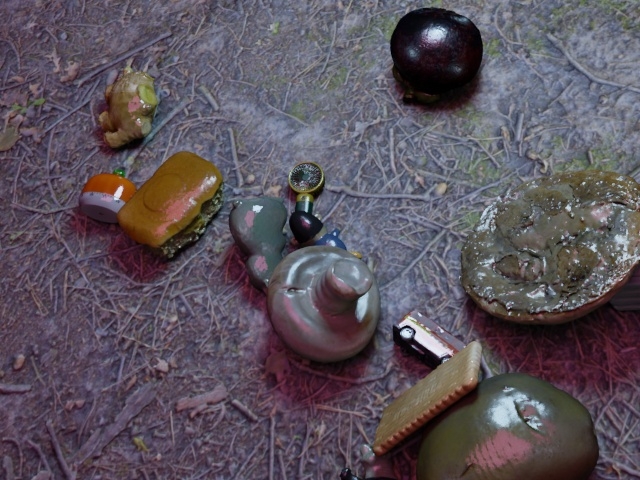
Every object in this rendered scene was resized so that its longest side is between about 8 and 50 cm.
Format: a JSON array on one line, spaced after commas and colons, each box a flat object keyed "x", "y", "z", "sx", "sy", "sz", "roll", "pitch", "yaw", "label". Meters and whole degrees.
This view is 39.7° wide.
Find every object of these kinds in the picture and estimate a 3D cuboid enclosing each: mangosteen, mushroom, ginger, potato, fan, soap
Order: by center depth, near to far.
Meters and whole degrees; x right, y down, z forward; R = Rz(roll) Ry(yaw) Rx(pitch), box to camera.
[{"x": 0.319, "y": 0.364, "z": 1.554, "sx": 0.326, "sy": 0.221, "sz": 0.243, "roll": -26, "pitch": 57, "yaw": 4, "label": "potato"}, {"x": 0.632, "y": 0.079, "z": 1.660, "sx": 0.198, "sy": 0.119, "sz": 0.067, "roll": -5, "pitch": 59, "yaw": 38, "label": "soap"}, {"x": 0.016, "y": 0.107, "z": 1.740, "sx": 0.243, "sy": 0.243, "sz": 0.244, "roll": -5, "pitch": 62, "yaw": 9, "label": "mushroom"}, {"x": -0.034, "y": -0.101, "z": 1.975, "sx": 0.082, "sy": 0.039, "sz": 0.155, "roll": 2, "pitch": 64, "yaw": 12, "label": "fan"}, {"x": 0.260, "y": -0.415, "z": 2.000, "sx": 0.216, "sy": 0.216, "sz": 0.216, "roll": -5, "pitch": 62, "yaw": 9, "label": "mangosteen"}, {"x": -0.460, "y": -0.331, "z": 2.150, "sx": 0.157, "sy": 0.102, "sz": 0.216, "roll": -20, "pitch": 62, "yaw": 31, "label": "ginger"}]

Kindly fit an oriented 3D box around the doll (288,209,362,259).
[{"x": 0.000, "y": 0.000, "z": 1.896, "sx": 0.179, "sy": 0.089, "sz": 0.102, "roll": 45, "pitch": 78, "yaw": 3, "label": "doll"}]

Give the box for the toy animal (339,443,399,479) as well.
[{"x": 0.099, "y": 0.480, "z": 1.613, "sx": 0.121, "sy": 0.094, "sz": 0.225, "roll": -7, "pitch": 52, "yaw": -3, "label": "toy animal"}]

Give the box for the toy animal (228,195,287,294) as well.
[{"x": -0.123, "y": 0.036, "z": 1.881, "sx": 0.127, "sy": 0.125, "sz": 0.251, "roll": -5, "pitch": 73, "yaw": -15, "label": "toy animal"}]

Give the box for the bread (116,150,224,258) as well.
[{"x": -0.326, "y": -0.081, "z": 1.979, "sx": 0.174, "sy": 0.121, "sz": 0.245, "roll": 36, "pitch": 77, "yaw": 24, "label": "bread"}]

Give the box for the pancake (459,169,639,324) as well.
[{"x": 0.454, "y": 0.008, "z": 1.731, "sx": 0.387, "sy": 0.082, "sz": 0.387, "roll": -24, "pitch": 43, "yaw": 24, "label": "pancake"}]

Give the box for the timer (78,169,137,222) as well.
[{"x": -0.481, "y": -0.109, "z": 2.042, "sx": 0.136, "sy": 0.099, "sz": 0.136, "roll": 1, "pitch": 56, "yaw": -1, "label": "timer"}]

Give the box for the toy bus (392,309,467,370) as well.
[{"x": 0.225, "y": 0.211, "z": 1.740, "sx": 0.174, "sy": 0.079, "sz": 0.077, "roll": 35, "pitch": 64, "yaw": 25, "label": "toy bus"}]

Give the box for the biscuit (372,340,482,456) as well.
[{"x": 0.196, "y": 0.289, "z": 1.617, "sx": 0.030, "sy": 0.160, "sz": 0.249, "roll": 45, "pitch": 113, "yaw": -6, "label": "biscuit"}]
